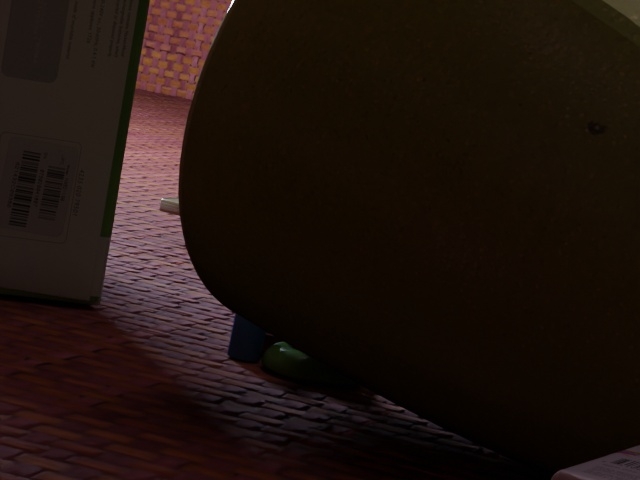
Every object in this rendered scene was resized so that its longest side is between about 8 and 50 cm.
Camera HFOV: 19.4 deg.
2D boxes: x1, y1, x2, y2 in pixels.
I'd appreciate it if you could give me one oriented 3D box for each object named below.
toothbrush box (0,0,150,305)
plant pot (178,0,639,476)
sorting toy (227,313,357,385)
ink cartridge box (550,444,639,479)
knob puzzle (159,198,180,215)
[{"bbox_3d":[-0.201,-0.093,1.099,0.122,0.206,0.283,8,6,-23],"label":"toothbrush box"},{"bbox_3d":[0.139,-0.005,0.782,0.293,0.275,0.275,37,20,33],"label":"plant pot"},{"bbox_3d":[-0.015,0.042,0.950,0.061,0.042,0.102,8,7,-24],"label":"sorting toy"},{"bbox_3d":[0.133,0.103,0.612,0.088,0.052,0.122,14,9,28],"label":"ink cartridge box"},{"bbox_3d":[0.000,0.000,1.404,0.213,0.030,0.213,10,6,-1],"label":"knob puzzle"}]
